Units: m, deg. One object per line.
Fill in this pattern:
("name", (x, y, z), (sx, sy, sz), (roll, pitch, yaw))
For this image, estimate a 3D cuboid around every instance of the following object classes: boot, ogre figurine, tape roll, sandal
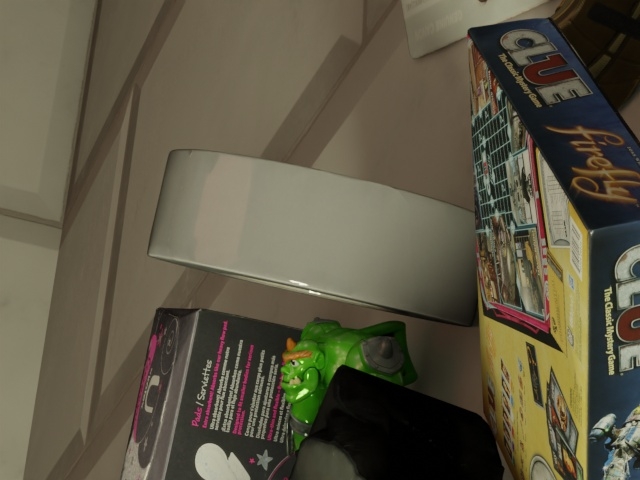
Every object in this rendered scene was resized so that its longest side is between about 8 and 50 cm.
("boot", (-0.022, 0.324, 0.758), (0.445, 0.146, 0.367), (-59, 23, 13))
("ogre figurine", (0.022, 0.117, 1.049), (0.197, 0.097, 0.118), (-110, 17, -85))
("tape roll", (0.000, 0.000, 0.983), (0.219, 0.219, 0.072), (-177, 99, -72))
("sandal", (0.160, -0.127, 0.848), (0.180, 0.072, 0.049), (-56, 11, 43))

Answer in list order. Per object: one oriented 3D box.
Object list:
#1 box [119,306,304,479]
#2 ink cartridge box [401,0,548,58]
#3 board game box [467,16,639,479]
("box", (-0.081, 0.185, 1.215), (0.163, 0.142, 0.247), (173, 110, -71))
("ink cartridge box", (0.144, -0.347, 1.097), (0.308, 0.091, 0.385), (170, 96, -70))
("board game box", (0.114, 0.041, 0.695), (0.165, 0.042, 0.243), (-110, 10, -52))
